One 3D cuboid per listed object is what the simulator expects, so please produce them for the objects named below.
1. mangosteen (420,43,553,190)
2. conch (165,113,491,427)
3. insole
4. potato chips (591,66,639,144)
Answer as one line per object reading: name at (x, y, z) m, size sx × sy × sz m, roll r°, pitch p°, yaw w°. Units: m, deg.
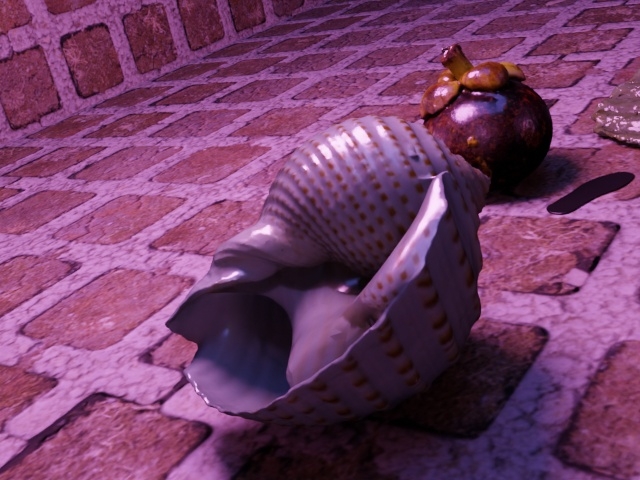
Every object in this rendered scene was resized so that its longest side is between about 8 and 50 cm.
mangosteen at (0.231, -0.181, 1.155) m, size 0.192 × 0.217 × 0.192 m, roll -17°, pitch 19°, yaw 6°
conch at (0.031, 0.047, 0.761) m, size 0.319 × 0.215 × 0.303 m, roll -45°, pitch 31°, yaw 17°
insole at (0.366, -0.066, 1.089) m, size 0.152 × 0.002 × 0.053 m, roll -26°, pitch 27°, yaw -27°
potato chips at (0.624, -0.250, 1.193) m, size 0.429 × 0.070 × 0.358 m, roll 3°, pitch 45°, yaw 53°
